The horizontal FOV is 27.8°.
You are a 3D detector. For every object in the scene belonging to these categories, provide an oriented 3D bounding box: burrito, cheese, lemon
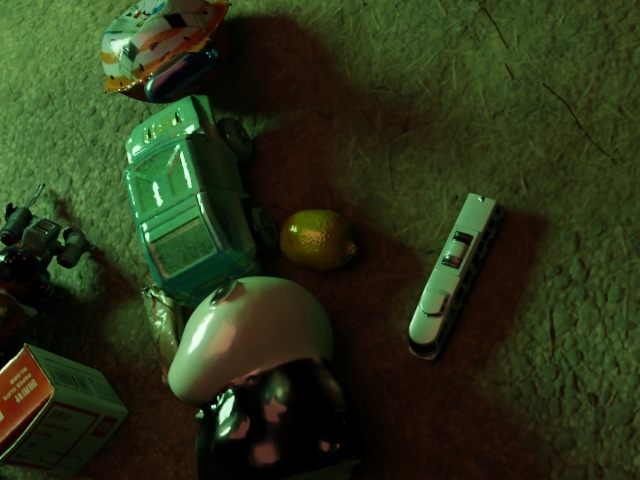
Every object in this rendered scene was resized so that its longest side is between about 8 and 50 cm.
[{"bbox_3d":[-0.203,0.119,1.728,0.051,0.042,0.171,-29,62,21],"label":"burrito"},{"bbox_3d":[-0.205,-0.256,1.772,0.217,0.129,0.329,-35,24,2],"label":"cheese"},{"bbox_3d":[0.000,0.000,1.632,0.110,0.082,0.082,6,74,28],"label":"lemon"}]

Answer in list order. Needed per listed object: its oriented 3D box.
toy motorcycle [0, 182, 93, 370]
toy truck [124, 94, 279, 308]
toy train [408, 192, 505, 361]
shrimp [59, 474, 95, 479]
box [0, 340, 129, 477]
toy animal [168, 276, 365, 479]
[{"bbox_3d":[-0.411,0.045,1.783,0.134,0.401,0.207,22,120,-3],"label":"toy motorcycle"},{"bbox_3d":[-0.166,-0.055,1.706,0.155,0.156,0.279,-27,61,18],"label":"toy truck"},{"bbox_3d":[0.158,0.045,1.546,0.043,0.047,0.208,19,80,35],"label":"toy train"},{"bbox_3d":[-0.291,0.363,1.680,0.180,0.041,0.099,9,77,32],"label":"shrimp"},{"bbox_3d":[-0.356,0.227,1.685,0.133,0.182,0.099,-45,61,4],"label":"box"},{"bbox_3d":[-0.070,0.180,1.530,0.212,0.212,0.267,-30,64,17],"label":"toy animal"}]
